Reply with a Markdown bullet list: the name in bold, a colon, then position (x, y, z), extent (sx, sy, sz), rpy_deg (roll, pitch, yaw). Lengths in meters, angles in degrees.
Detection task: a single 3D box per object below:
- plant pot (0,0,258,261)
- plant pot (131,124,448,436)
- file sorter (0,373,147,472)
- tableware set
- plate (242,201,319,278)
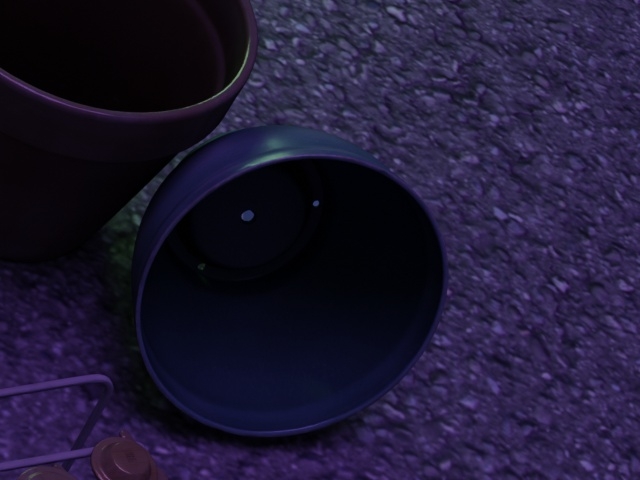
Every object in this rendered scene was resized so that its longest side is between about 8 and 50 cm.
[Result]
- **plant pot**: position (-0.255, -0.138, 1.694), extent (0.323, 0.280, 0.323), rpy_deg (15, 45, -16)
- **plant pot**: position (-0.049, 0.009, 1.700), extent (0.293, 0.293, 0.196), rpy_deg (9, 25, -23)
- **file sorter**: position (-0.206, 0.267, 1.411), extent (0.173, 0.193, 0.278), rpy_deg (-8, 55, -37)
- **tableware set**: position (-0.147, 0.210, 1.348), extent (0.141, 0.020, 0.168), rpy_deg (46, 39, 14)
- **plate**: position (0.000, 0.000, 1.899), extent (0.188, 0.024, 0.188), rpy_deg (16, 45, -17)
